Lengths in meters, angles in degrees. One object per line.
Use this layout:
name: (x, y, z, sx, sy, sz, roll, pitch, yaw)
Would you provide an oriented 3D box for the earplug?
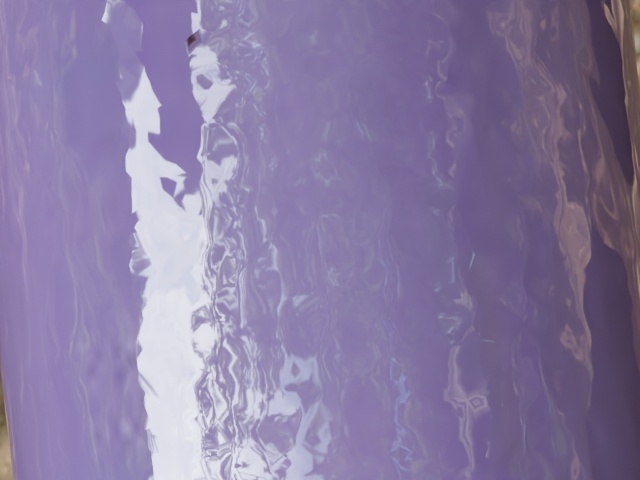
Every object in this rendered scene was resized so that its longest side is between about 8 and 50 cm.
earplug: (0.000, 0.000, 0.488, 0.215, 0.456, 0.215, -6, 163, -2)
